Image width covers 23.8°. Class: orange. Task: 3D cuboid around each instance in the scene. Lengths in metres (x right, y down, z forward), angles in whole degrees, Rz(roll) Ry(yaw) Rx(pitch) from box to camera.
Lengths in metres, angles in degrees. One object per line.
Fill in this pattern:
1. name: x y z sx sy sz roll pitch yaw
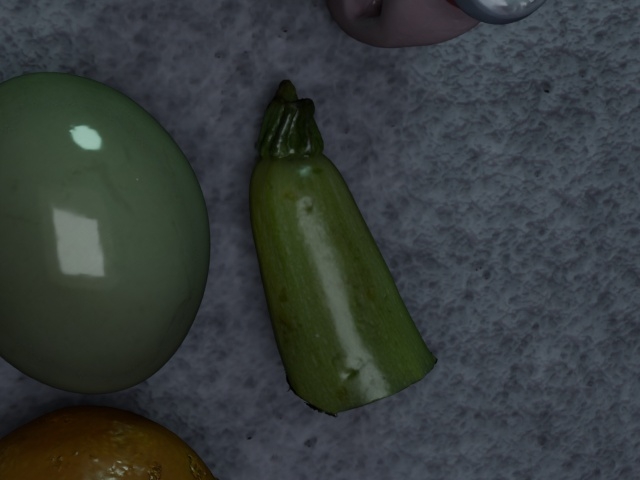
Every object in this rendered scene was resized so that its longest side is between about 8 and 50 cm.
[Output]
1. orange: -0.190 0.261 1.282 0.246 0.246 0.246 -3 102 -13

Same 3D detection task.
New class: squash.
1. squash: -0.014 0.007 1.352 0.137 0.137 0.287 -25 95 -7

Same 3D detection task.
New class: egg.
1. egg: -0.199 -0.006 1.237 0.219 0.219 0.269 -24 113 -8

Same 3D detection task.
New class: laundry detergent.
1. laundry detergent: 0.090 -0.220 1.198 0.088 0.335 0.159 27 95 -17
